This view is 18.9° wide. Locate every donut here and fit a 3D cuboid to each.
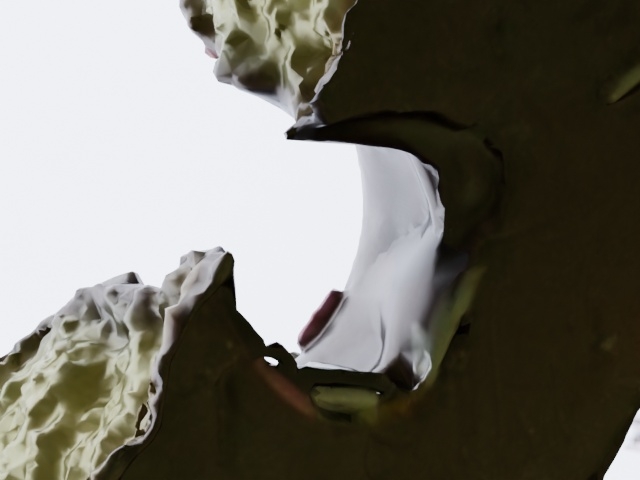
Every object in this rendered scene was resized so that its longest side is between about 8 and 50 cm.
[{"bbox_3d":[0.014,0.011,0.724,0.259,0.136,0.345,22,-90,-41],"label":"donut"}]
